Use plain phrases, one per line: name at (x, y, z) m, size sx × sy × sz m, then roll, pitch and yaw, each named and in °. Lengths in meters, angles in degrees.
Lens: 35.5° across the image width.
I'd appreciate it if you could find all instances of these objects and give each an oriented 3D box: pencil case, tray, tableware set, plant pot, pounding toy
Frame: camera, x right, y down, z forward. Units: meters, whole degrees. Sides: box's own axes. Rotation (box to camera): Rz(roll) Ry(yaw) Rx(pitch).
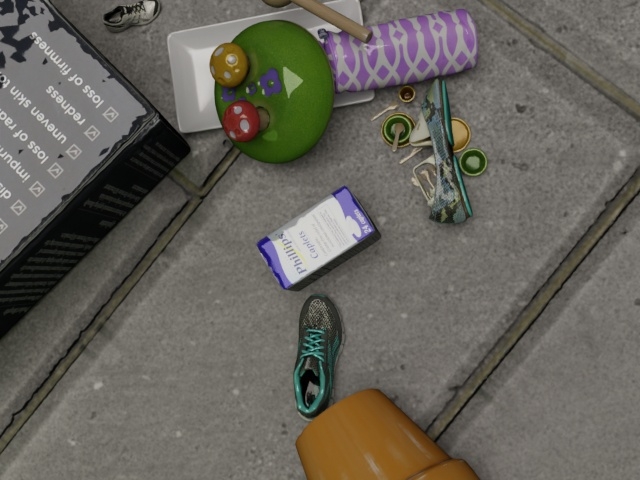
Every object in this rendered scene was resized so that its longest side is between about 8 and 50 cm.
pencil case at (0.100, -0.244, 1.287) m, size 0.206 × 0.088 × 0.086 m, roll -9°, pitch 121°, yaw -6°
tray at (-0.068, -0.234, 1.354) m, size 0.270 × 0.030 × 0.145 m, roll -9°, pitch 85°, yaw 7°
tableware set at (0.145, -0.134, 1.318) m, size 0.104 × 0.024 × 0.154 m, roll -35°, pitch 81°, yaw 4°
plant pot at (0.070, 0.292, 1.215) m, size 0.205 × 0.205 × 0.188 m, roll -37°, pitch 66°, yaw 4°
pounding toy at (-0.073, -0.205, 1.232) m, size 0.183 × 0.110 × 0.237 m, roll 43°, pitch 119°, yaw 23°

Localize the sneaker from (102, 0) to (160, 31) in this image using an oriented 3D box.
sneaker at (-0.262, -0.314, 1.385) m, size 0.083 × 0.037 × 0.032 m, roll -24°, pitch 80°, yaw 4°

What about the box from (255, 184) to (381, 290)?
box at (0.000, 0.000, 1.275) m, size 0.137 × 0.126 × 0.072 m, roll -33°, pitch 83°, yaw 4°

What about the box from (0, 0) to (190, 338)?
box at (-0.504, -0.133, 1.241) m, size 0.472 × 0.297 × 0.480 m, roll -45°, pitch 88°, yaw -2°

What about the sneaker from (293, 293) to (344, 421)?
sneaker at (-0.005, 0.152, 1.288) m, size 0.065 × 0.076 × 0.166 m, roll 1°, pitch 85°, yaw 7°

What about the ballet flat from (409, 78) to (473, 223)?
ballet flat at (0.145, -0.112, 1.274) m, size 0.070 × 0.070 × 0.188 m, roll -11°, pitch 81°, yaw 7°
